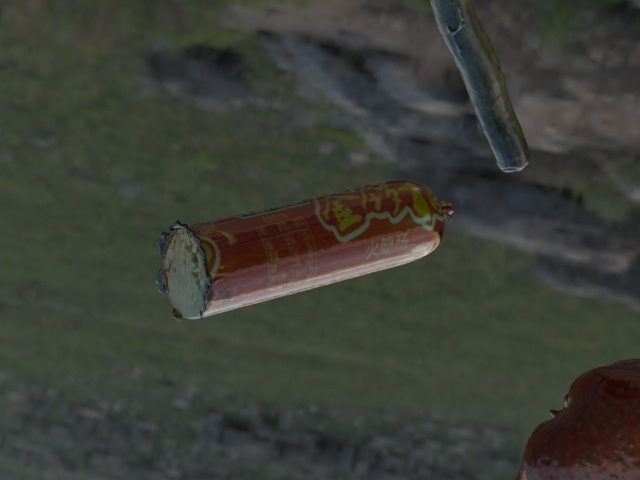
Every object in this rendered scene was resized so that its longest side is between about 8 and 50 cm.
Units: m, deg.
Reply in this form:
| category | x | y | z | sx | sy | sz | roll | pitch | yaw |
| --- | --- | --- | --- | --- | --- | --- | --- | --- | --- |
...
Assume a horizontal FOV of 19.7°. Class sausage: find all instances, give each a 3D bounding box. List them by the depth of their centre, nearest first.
| category | x | y | z | sx | sy | sz | roll | pitch | yaw |
| --- | --- | --- | --- | --- | --- | --- | --- | --- | --- |
| sausage | 0.000 | 0.000 | 1.443 | 0.264 | 0.083 | 0.083 | -14 | -178 | -34 |

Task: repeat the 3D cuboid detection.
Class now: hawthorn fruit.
| category | x | y | z | sx | sy | sz | roll | pitch | yaw |
| --- | --- | --- | --- | --- | --- | --- | --- | --- | --- |
| hawthorn fruit | 0.175 | 0.129 | 0.959 | 0.138 | 0.133 | 0.133 | 38 | 175 | 19 |

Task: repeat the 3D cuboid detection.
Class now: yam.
| category | x | y | z | sx | sy | sz | roll | pitch | yaw |
| --- | --- | --- | --- | --- | --- | --- | --- | --- | --- |
| yam | 0.070 | -0.132 | 1.013 | 0.027 | 0.029 | 0.234 | -6 | 128 | 31 |
